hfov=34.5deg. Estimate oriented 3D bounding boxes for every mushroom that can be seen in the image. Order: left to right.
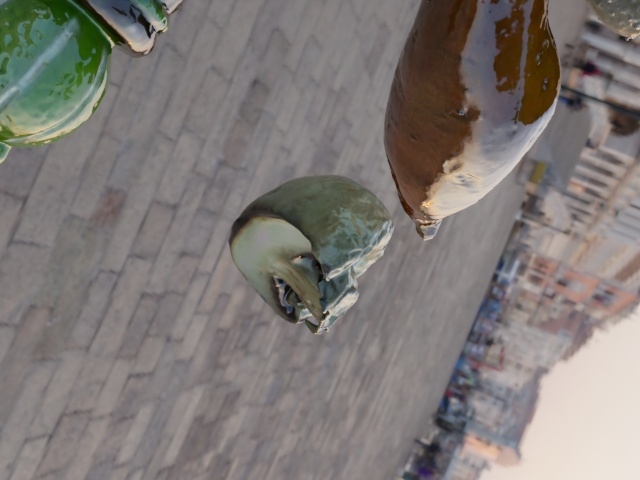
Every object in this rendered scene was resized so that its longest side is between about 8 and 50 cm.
[{"bbox_3d":[-0.006,-0.004,1.422,0.164,0.189,0.267,-41,162,-24],"label":"mushroom"}]

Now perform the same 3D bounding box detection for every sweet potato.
[{"bbox_3d":[0.100,-0.100,0.671,0.359,0.112,0.112,100,16,-56],"label":"sweet potato"}]

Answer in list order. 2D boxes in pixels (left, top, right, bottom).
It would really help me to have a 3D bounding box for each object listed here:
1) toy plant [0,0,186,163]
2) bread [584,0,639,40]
[{"bbox_3d":[-0.131,-0.111,0.518,0.162,0.092,0.093,-52,167,-5],"label":"toy plant"},{"bbox_3d":[0.371,-0.337,0.930,0.337,0.183,0.102,-34,-176,15],"label":"bread"}]
